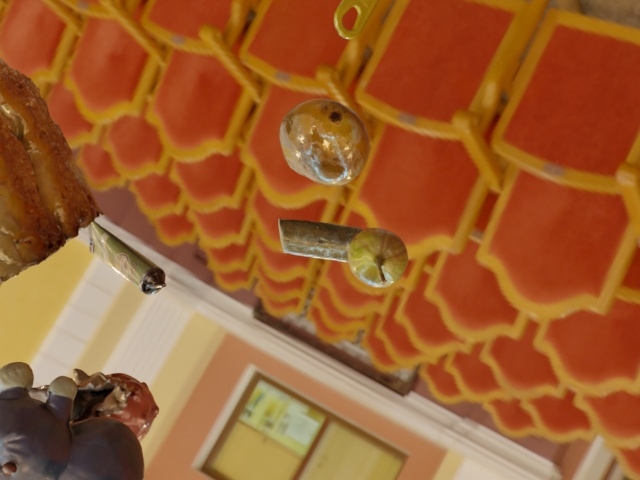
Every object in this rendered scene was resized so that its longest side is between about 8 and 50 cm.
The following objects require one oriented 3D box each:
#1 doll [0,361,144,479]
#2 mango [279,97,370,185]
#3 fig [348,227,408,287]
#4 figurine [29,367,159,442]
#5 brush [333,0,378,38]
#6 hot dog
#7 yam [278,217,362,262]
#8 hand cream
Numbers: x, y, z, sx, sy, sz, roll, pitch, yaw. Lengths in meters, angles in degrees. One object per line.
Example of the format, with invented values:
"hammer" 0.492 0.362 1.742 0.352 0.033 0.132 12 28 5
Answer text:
"doll" -0.368 0.311 1.406 0.258 0.228 0.154 32 177 -37
"mango" 0.000 -0.202 2.122 0.193 0.146 0.316 57 163 -6
"fig" 0.098 0.029 1.445 0.093 0.093 0.166 32 174 -19
"figurine" -0.390 0.295 1.772 0.166 0.207 0.387 54 -165 16
"brush" 0.064 -0.251 0.848 0.011 0.205 0.083 5 150 51
"hot dog" -0.577 -0.139 1.747 0.367 0.196 0.365 -61 -49 -67
"yam" 0.000 0.000 2.033 0.179 0.078 0.078 7 173 -7
"hand cream" -0.376 0.037 1.913 0.235 0.055 0.086 31 131 35
